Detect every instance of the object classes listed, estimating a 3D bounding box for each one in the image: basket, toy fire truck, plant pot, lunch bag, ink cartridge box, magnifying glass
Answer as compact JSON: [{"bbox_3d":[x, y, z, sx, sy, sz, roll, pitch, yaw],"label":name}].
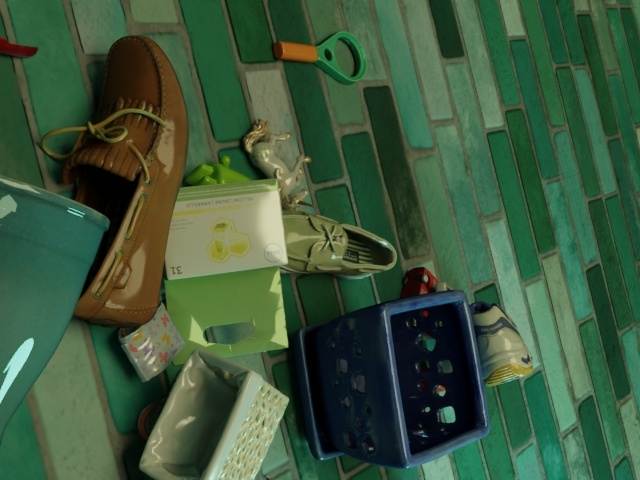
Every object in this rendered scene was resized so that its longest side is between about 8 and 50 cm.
[{"bbox_3d":[-0.127,0.236,1.233,0.103,0.113,0.167,37,72,-49],"label":"basket"},{"bbox_3d":[0.188,0.158,1.762,0.135,0.047,0.192,41,51,-36],"label":"toy fire truck"},{"bbox_3d":[-0.376,0.066,0.979,0.271,0.271,0.255,23,77,-44],"label":"plant pot"},{"bbox_3d":[-0.225,0.132,1.283,0.071,0.053,0.083,62,32,-20],"label":"lunch bag"},{"bbox_3d":[-0.130,0.042,1.345,0.171,0.056,0.235,-7,88,-17],"label":"ink cartridge box"},{"bbox_3d":[0.004,-0.316,1.692,0.231,0.026,0.092,-7,86,-49],"label":"magnifying glass"},{"bbox_3d":[0.098,0.212,1.513,0.236,0.212,0.236,-5,83,-50],"label":"plant pot"}]

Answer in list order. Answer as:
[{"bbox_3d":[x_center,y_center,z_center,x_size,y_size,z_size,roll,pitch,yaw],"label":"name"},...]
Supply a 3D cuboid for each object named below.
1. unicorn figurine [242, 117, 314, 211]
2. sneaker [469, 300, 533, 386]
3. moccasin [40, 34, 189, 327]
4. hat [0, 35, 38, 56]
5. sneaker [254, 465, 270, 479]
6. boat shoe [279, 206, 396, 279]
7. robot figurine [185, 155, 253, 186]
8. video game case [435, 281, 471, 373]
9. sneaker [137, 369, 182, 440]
[{"bbox_3d":[-0.059,-0.108,1.527,0.162,0.060,0.111,37,43,4],"label":"unicorn figurine"},{"bbox_3d":[0.291,0.161,1.666,0.296,0.112,0.131,70,1,-85],"label":"sneaker"},{"bbox_3d":[-0.262,-0.083,1.245,0.147,0.139,0.380,26,70,-53],"label":"moccasin"},{"bbox_3d":[-0.447,-0.201,1.134,0.208,0.183,0.173,0,68,-8],"label":"hat"},{"bbox_3d":[-0.076,0.382,1.329,0.178,0.124,0.296,18,74,-40],"label":"sneaker"},{"bbox_3d":[0.000,0.000,1.547,0.302,0.094,0.109,10,72,-48],"label":"boat shoe"},{"bbox_3d":[-0.138,-0.070,1.426,0.115,0.067,0.101,24,33,-43],"label":"robot figurine"},{"bbox_3d":[0.249,0.179,1.796,0.190,0.022,0.173,34,50,-62],"label":"video game case"},{"bbox_3d":[-0.170,0.213,1.313,0.158,0.065,0.061,-46,114,-45],"label":"sneaker"}]
